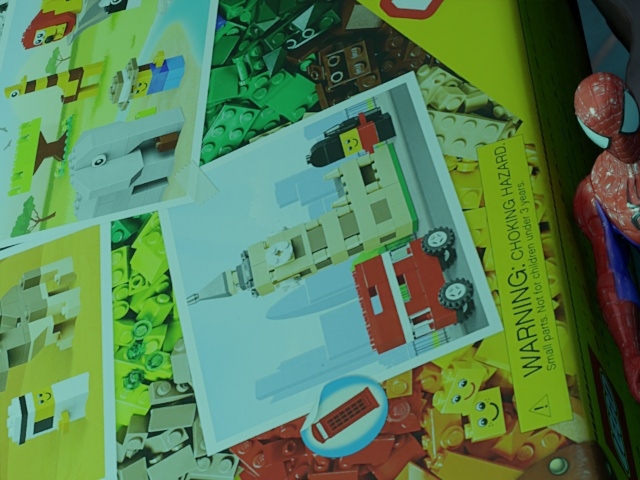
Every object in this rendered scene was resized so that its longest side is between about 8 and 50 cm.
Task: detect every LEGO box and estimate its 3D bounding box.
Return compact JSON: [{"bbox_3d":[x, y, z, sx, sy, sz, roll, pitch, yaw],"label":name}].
[{"bbox_3d":[-0.034,0.040,1.007,0.373,0.193,0.500,-18,48,15],"label":"LEGO box"}]

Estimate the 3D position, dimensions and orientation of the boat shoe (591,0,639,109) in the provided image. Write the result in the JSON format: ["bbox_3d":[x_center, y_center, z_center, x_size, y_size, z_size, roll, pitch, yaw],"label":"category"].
[{"bbox_3d":[0.237,-0.074,1.048,0.136,0.156,0.367,-37,20,9],"label":"boat shoe"}]

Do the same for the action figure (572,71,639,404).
[{"bbox_3d":[0.188,0.053,0.849,0.091,0.280,0.139,-29,17,19],"label":"action figure"}]
